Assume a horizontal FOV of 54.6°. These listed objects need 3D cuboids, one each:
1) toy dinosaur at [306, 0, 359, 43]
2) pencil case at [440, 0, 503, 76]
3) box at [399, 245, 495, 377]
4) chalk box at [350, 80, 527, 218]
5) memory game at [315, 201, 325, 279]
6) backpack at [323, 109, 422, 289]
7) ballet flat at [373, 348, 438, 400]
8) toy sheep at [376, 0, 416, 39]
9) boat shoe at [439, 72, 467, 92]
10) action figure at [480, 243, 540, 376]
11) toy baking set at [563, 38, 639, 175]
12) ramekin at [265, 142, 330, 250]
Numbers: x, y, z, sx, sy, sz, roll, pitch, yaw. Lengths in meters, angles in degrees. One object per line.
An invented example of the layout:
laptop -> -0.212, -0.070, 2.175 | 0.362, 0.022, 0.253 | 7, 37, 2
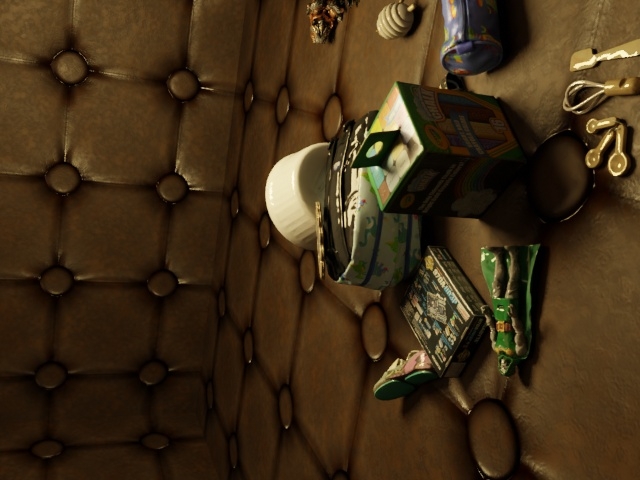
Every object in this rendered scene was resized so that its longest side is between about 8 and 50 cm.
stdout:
toy dinosaur -> 0.013, -0.766, 1.876 | 0.218, 0.164, 0.322 | -107, 5, -72
pencil case -> 0.283, -0.482, 1.212 | 0.119, 0.133, 0.306 | -10, 76, 32
box -> 0.254, 0.145, 1.288 | 0.220, 0.051, 0.175 | -116, 37, -49
chalk box -> 0.196, -0.167, 1.166 | 0.180, 0.288, 0.179 | 121, 144, -47
memory game -> 0.000, 0.000, 1.446 | 0.186, 0.012, 0.186 | 177, 90, -88
backpack -> 0.115, -0.065, 1.430 | 0.290, 0.273, 0.356 | -37, 34, 64
ballet flat -> 0.196, 0.295, 1.393 | 0.221, 0.077, 0.079 | -46, 27, 50
toy sheep -> 0.185, -0.537, 1.507 | 0.132, 0.091, 0.091 | -31, 58, 56
boat shoe -> 0.281, -0.298, 1.289 | 0.042, 0.048, 0.133 | 109, 158, -50
action figure -> 0.332, 0.125, 1.104 | 0.137, 0.063, 0.232 | -9, 82, 63
toy baking set -> 0.444, -0.215, 0.922 | 0.197, 0.030, 0.256 | 133, 135, -56
ramekin -> 0.008, -0.121, 1.635 | 0.135, 0.277, 0.277 | -24, 64, 56
